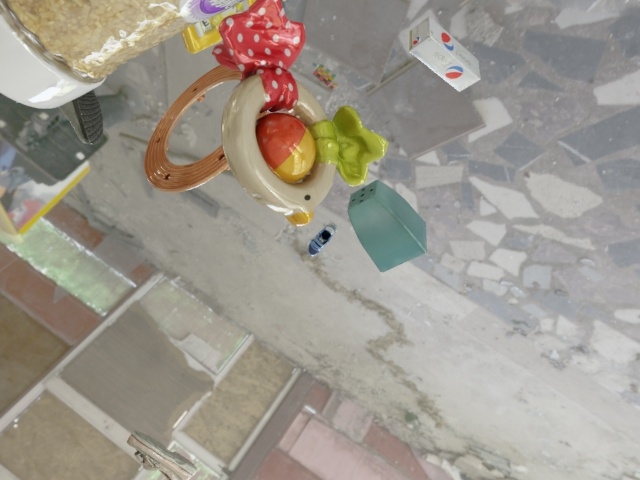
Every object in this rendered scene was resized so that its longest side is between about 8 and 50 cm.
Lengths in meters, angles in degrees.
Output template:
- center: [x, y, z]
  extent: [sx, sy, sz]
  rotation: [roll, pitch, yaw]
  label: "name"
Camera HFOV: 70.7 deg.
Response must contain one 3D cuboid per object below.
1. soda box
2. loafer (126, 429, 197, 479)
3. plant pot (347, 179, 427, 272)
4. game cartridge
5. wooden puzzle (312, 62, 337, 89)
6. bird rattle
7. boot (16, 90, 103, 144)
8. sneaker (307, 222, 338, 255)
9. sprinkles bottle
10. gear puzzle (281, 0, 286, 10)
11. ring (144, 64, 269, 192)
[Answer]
- center: [0.328, -0.485, 1.186]
  extent: [0.216, 0.073, 0.069]
  rotation: [21, 152, -34]
  label: "soda box"
- center: [-0.220, 0.303, 0.615]
  extent: [0.045, 0.039, 0.125]
  rotation: [13, 148, 46]
  label: "loafer"
- center: [0.197, -0.059, 1.400]
  extent: [0.166, 0.165, 0.234]
  rotation: [-28, 116, 28]
  label: "plant pot"
- center: [-0.341, -0.794, 1.404]
  extent: [0.053, 0.285, 0.323]
  rotation: [39, 154, 33]
  label: "game cartridge"
- center: [0.011, -0.421, 1.147]
  extent: [0.083, 0.049, 0.006]
  rotation: [37, 146, -9]
  label: "wooden puzzle"
- center: [-0.034, -0.136, 0.528]
  extent: [0.143, 0.206, 0.253]
  rotation: [-5, 140, 33]
  label: "bird rattle"
- center: [-0.590, -0.321, 0.979]
  extent: [0.161, 0.083, 0.246]
  rotation: [-9, 115, 8]
  label: "boot"
- center: [0.000, 0.000, 1.540]
  extent: [0.053, 0.059, 0.144]
  rotation: [38, 115, -1]
  label: "sneaker"
- center: [-0.086, -0.218, 0.305]
  extent: [0.356, 0.121, 0.121]
  rotation: [-22, 119, 13]
  label: "sprinkles bottle"
- center: [-0.165, -0.728, 1.085]
  extent: [0.044, 0.175, 0.338]
  rotation: [-21, 93, 22]
  label: "gear puzzle"
- center: [-0.222, -0.234, 0.908]
  extent: [0.337, 0.336, 0.032]
  rotation: [8, 157, 36]
  label: "ring"
